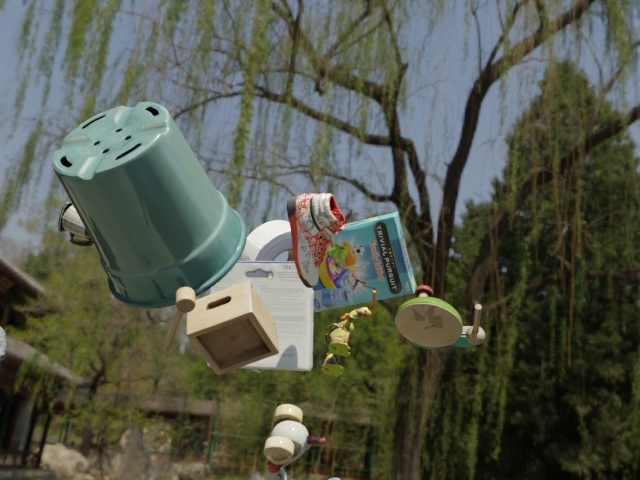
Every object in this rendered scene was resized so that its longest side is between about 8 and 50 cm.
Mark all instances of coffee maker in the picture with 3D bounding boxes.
[{"bbox_3d":[-0.626,-0.051,1.870,0.178,0.171,0.120,24,-49,12],"label":"coffee maker"}]

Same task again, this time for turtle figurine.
[{"bbox_3d":[0.063,0.265,1.811,0.087,0.217,0.270,33,-67,-1],"label":"turtle figurine"}]

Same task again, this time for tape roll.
[{"bbox_3d":[-0.143,0.078,2.203,0.286,0.286,0.100,28,4,-44],"label":"tape roll"}]

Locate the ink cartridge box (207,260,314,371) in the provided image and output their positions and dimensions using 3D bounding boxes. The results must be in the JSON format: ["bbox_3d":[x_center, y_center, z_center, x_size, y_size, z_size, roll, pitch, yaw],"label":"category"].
[{"bbox_3d":[-0.183,0.229,2.002,0.324,0.330,0.071,1,-6,13],"label":"ink cartridge box"}]

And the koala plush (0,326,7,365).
[{"bbox_3d":[-0.859,0.289,1.592,0.203,0.221,0.196,23,-32,0],"label":"koala plush"}]

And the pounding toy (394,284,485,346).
[{"bbox_3d":[0.327,0.194,1.770,0.236,0.110,0.183,2,-46,19],"label":"pounding toy"}]

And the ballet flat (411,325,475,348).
[{"bbox_3d":[0.377,0.292,1.989,0.213,0.068,0.072,2,-61,0],"label":"ballet flat"}]

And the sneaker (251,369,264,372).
[{"bbox_3d":[-0.241,0.448,2.306,0.083,0.032,0.037,37,-41,-19],"label":"sneaker"}]

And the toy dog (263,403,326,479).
[{"bbox_3d":[-0.073,0.618,1.876,0.160,0.220,0.334,12,-30,5],"label":"toy dog"}]

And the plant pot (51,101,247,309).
[{"bbox_3d":[-0.375,-0.089,1.394,0.341,0.341,0.334,-1,-46,23],"label":"plant pot"}]

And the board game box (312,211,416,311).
[{"bbox_3d":[0.111,0.071,2.072,0.335,0.254,0.079,-13,9,17],"label":"board game box"}]

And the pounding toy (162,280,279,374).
[{"bbox_3d":[-0.200,0.140,1.179,0.181,0.094,0.206,-21,-50,7],"label":"pounding toy"}]

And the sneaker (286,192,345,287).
[{"bbox_3d":[-0.001,0.000,1.823,0.144,0.270,0.090,-7,10,19],"label":"sneaker"}]

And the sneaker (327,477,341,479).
[{"bbox_3d":[0.028,0.848,2.205,0.144,0.053,0.059,-10,-8,-45],"label":"sneaker"}]
